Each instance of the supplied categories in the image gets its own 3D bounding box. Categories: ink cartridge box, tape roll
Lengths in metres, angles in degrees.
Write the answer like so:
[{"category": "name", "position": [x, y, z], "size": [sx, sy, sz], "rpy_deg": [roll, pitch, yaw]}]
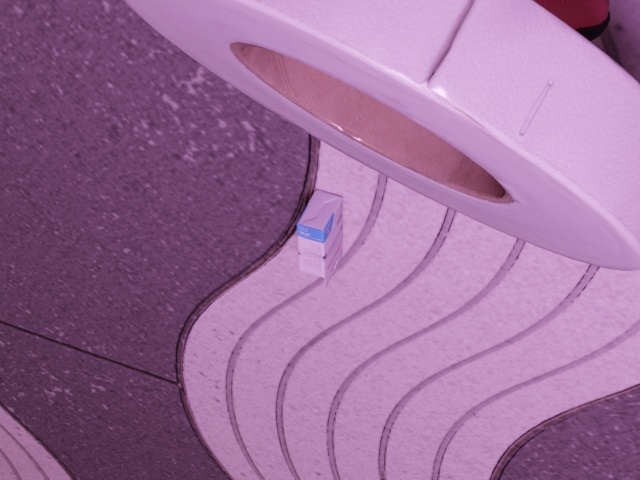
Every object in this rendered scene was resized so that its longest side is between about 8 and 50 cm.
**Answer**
[{"category": "ink cartridge box", "position": [0.000, 0.000, 1.059], "size": [0.028, 0.048, 0.083], "rpy_deg": [16, 140, 16]}, {"category": "tape roll", "position": [0.048, -0.101, 0.730], "size": [0.392, 0.072, 0.392], "rpy_deg": [29, 177, 2]}]

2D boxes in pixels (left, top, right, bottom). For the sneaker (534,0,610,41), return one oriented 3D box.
[{"category": "sneaker", "position": [0.064, -0.230, 0.711], "size": [0.314, 0.116, 0.136], "rpy_deg": [27, 123, -8]}]
